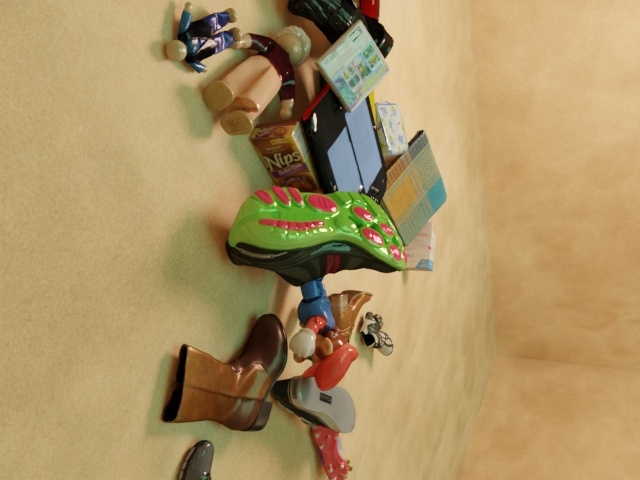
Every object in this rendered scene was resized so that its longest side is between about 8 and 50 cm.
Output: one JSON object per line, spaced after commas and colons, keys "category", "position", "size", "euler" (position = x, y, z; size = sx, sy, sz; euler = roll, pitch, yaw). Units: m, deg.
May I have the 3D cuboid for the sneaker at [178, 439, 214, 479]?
{"category": "sneaker", "position": [-0.226, 0.501, 1.152], "size": [0.083, 0.098, 0.224], "euler": [50, 50, -53]}

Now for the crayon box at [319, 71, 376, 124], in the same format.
{"category": "crayon box", "position": [0.086, -0.322, 1.713], "size": [0.202, 0.081, 0.319], "euler": [-25, 114, -60]}

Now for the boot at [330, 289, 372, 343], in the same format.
{"category": "boot", "position": [0.086, 0.225, 1.774], "size": [0.197, 0.072, 0.153], "euler": [-3, 94, -51]}

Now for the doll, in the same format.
{"category": "doll", "position": [-0.225, -0.383, 1.137], "size": [0.189, 0.046, 0.129], "euler": [-48, 135, -43]}

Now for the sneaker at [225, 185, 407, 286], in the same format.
{"category": "sneaker", "position": [0.000, 0.000, 1.357], "size": [0.482, 0.202, 0.185], "euler": [11, 53, -37]}

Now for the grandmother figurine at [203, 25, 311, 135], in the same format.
{"category": "grandmother figurine", "position": [-0.112, -0.357, 1.299], "size": [0.342, 0.104, 0.208], "euler": [-61, 137, -40]}

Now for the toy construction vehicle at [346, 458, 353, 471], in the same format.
{"category": "toy construction vehicle", "position": [0.066, 0.693, 1.808], "size": [0.086, 0.035, 0.098], "euler": [-64, 145, -38]}

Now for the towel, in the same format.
{"category": "towel", "position": [0.320, -0.175, 2.116], "size": [0.271, 0.040, 0.370], "euler": [-48, 140, -12]}

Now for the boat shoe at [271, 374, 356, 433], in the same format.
{"category": "boat shoe", "position": [-0.015, 0.421, 1.541], "size": [0.306, 0.104, 0.113], "euler": [36, 51, -50]}

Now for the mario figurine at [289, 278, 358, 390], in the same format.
{"category": "mario figurine", "position": [-0.034, 0.200, 1.441], "size": [0.198, 0.170, 0.321], "euler": [1, 66, -41]}

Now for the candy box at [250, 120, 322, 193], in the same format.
{"category": "candy box", "position": [-0.072, -0.185, 1.386], "size": [0.187, 0.109, 0.053], "euler": [62, 38, -44]}

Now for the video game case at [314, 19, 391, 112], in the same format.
{"category": "video game case", "position": [0.078, -0.401, 1.398], "size": [0.157, 0.019, 0.143], "euler": [-48, 120, -17]}

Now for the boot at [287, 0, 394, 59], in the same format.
{"category": "boot", "position": [0.037, -0.570, 1.540], "size": [0.260, 0.348, 0.131], "euler": [31, 103, -21]}

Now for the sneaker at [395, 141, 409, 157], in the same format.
{"category": "sneaker", "position": [0.312, -0.231, 2.184], "size": [0.115, 0.105, 0.281], "euler": [-45, 142, -12]}

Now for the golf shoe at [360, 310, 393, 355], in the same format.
{"category": "golf shoe", "position": [0.173, 0.323, 1.962], "size": [0.094, 0.077, 0.198], "euler": [-53, 131, -32]}

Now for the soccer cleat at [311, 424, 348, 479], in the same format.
{"category": "soccer cleat", "position": [0.024, 0.557, 1.690], "size": [0.095, 0.083, 0.248], "euler": [-131, -153, -75]}

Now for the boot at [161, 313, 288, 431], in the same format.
{"category": "boot", "position": [-0.195, 0.251, 1.243], "size": [0.280, 0.096, 0.264], "euler": [33, 70, -51]}

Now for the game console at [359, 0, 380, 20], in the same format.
{"category": "game console", "position": [0.163, -0.714, 1.834], "size": [0.085, 0.124, 0.144], "euler": [-1, 93, -36]}

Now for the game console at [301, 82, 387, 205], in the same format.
{"category": "game console", "position": [0.075, -0.213, 1.517], "size": [0.342, 0.060, 0.387], "euler": [-64, 143, -49]}

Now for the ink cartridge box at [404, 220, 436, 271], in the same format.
{"category": "ink cartridge box", "position": [0.377, 0.021, 2.285], "size": [0.061, 0.104, 0.181], "euler": [29, 67, -61]}

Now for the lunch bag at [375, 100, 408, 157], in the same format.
{"category": "lunch bag", "position": [0.197, -0.346, 1.895], "size": [0.219, 0.090, 0.176], "euler": [-27, 103, -62]}
